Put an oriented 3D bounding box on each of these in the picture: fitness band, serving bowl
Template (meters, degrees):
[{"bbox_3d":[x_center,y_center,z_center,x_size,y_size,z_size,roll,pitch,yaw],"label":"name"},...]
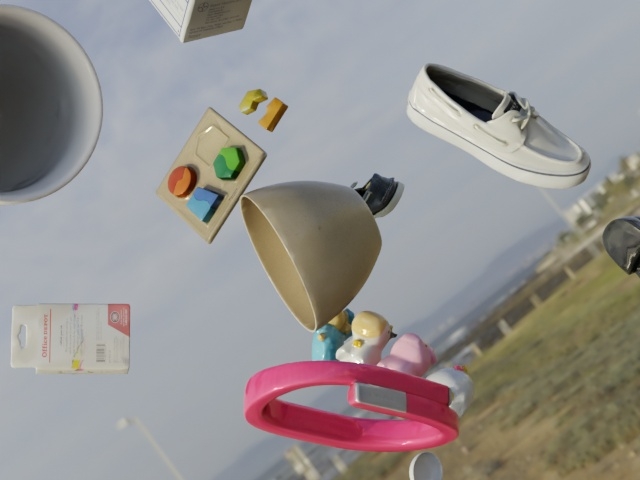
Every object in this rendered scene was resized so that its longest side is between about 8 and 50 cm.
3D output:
[{"bbox_3d":[0.041,0.213,1.527,0.291,0.054,0.209,20,-29,-34],"label":"fitness band"},{"bbox_3d":[0.208,0.467,2.432,0.083,0.083,0.027,-32,13,-39],"label":"serving bowl"}]

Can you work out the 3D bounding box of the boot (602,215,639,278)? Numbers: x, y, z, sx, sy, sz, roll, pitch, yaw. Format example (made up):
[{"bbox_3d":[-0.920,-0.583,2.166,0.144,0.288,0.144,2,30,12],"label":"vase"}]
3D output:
[{"bbox_3d":[0.546,0.031,1.756,0.229,0.263,0.091,-18,-24,-46],"label":"boot"}]

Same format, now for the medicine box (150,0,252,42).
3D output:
[{"bbox_3d":[-0.233,-0.565,2.228,0.149,0.263,0.289,-20,-29,-35],"label":"medicine box"}]

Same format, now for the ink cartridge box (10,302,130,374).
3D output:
[{"bbox_3d":[-0.428,0.170,2.075,0.198,0.115,0.067,2,-16,-12],"label":"ink cartridge box"}]

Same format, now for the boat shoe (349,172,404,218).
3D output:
[{"bbox_3d":[0.081,-0.072,2.480,0.095,0.079,0.254,-65,15,-22],"label":"boat shoe"}]

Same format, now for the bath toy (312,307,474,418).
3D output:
[{"bbox_3d":[0.152,0.234,2.303,0.129,0.348,0.151,-14,-59,-50],"label":"bath toy"}]

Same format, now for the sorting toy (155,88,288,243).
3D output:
[{"bbox_3d":[-0.198,-0.172,2.368,0.041,0.229,0.307,23,-76,-47],"label":"sorting toy"}]

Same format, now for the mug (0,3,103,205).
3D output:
[{"bbox_3d":[-0.540,-0.217,1.761,0.276,0.374,0.328,-54,25,-20],"label":"mug"}]

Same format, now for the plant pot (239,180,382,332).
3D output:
[{"bbox_3d":[0.000,0.000,2.237,0.191,0.284,0.284,-29,-9,-13],"label":"plant pot"}]

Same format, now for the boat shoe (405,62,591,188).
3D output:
[{"bbox_3d":[0.247,-0.161,1.633,0.096,0.267,0.088,-52,-14,-36],"label":"boat shoe"}]
